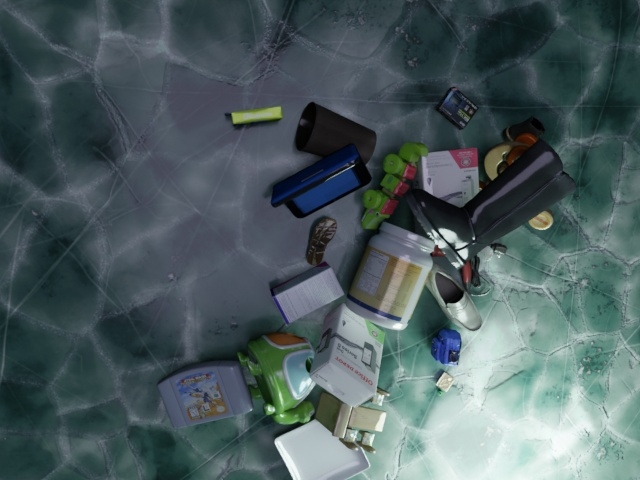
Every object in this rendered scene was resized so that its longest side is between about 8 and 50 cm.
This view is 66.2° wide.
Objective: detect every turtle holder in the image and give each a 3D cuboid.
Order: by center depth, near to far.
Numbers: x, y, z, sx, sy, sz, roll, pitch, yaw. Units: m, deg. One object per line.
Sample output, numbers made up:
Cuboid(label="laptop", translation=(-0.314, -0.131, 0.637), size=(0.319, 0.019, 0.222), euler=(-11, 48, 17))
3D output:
Cuboid(label="turtle holder", translation=(-0.115, 0.457, 1.625), size=(0.227, 0.243, 0.321), euler=(-21, 75, -21))

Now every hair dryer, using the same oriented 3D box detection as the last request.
Cuboid(label="hair dryer", translation=(0.525, 0.071, 1.766), size=(0.293, 0.080, 0.224), euler=(23, 94, -11))

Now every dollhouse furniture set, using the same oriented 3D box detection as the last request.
Cuboid(label="dollhouse furniture set", translation=(0.128, 0.613, 1.695), size=(0.241, 0.161, 0.212), euler=(19, 82, -22))

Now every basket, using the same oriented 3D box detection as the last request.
Cuboid(label="basket", translation=(0.054, -0.331, 1.587), size=(0.226, 0.204, 0.154), euler=(16, 117, -20))

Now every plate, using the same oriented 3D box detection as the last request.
Cuboid(label="plate", translation=(0.006, 0.769, 1.793), size=(0.277, 0.045, 0.278), euler=(-25, 102, -6))

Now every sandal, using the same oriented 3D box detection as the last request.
Cuboid(label="sandal", translation=(0.000, 0.000, 1.688), size=(0.072, 0.049, 0.180), euler=(19, 109, -6))

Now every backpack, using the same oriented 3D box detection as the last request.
Cuboid(label="backpack", translation=(0.461, 0.384, 1.790), size=(0.101, 0.098, 0.120), euler=(9, 97, -7))

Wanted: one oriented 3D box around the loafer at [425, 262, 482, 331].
Cuboid(label="loafer", translation=(0.478, 0.214, 1.761), size=(0.112, 0.111, 0.319), euler=(-44, 102, -1))

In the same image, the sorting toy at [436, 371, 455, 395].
Cuboid(label="sorting toy", translation=(0.464, 0.544, 1.855), size=(0.062, 0.012, 0.083), euler=(36, 87, -17))

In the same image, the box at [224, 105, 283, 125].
Cuboid(label="box", translation=(-0.214, -0.394, 1.561), size=(0.178, 0.109, 0.043), euler=(-9, 101, -8))

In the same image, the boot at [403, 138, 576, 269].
Cuboid(label="boot", translation=(0.521, -0.150, 1.517), size=(0.445, 0.146, 0.367), euler=(-36, 129, 16))

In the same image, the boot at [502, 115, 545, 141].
Cuboid(label="boot", translation=(0.755, -0.346, 1.710), size=(0.197, 0.137, 0.077), euler=(27, 73, -13))

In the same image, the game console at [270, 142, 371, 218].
Cuboid(label="game console", translation=(0.015, -0.154, 1.522), size=(0.293, 0.250, 0.173), euler=(-28, 111, 10))

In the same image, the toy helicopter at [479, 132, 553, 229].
Cuboid(label="toy helicopter", translation=(0.690, -0.180, 1.714), size=(0.234, 0.140, 0.355), euler=(-24, 108, 39))

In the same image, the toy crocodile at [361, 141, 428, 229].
Cuboid(label="toy crocodile", translation=(0.241, -0.177, 1.634), size=(0.115, 0.105, 0.341), euler=(8, 118, -48))

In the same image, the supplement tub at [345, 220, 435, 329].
Cuboid(label="supplement tub", translation=(0.238, 0.115, 1.648), size=(0.228, 0.228, 0.317), euler=(21, 94, -12))

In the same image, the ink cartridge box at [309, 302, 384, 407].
Cuboid(label="ink cartridge box", translation=(0.094, 0.377, 1.632), size=(0.198, 0.273, 0.115), euler=(37, 125, -13))

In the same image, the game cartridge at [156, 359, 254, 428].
Cuboid(label="game cartridge", translation=(-0.392, 0.511, 1.650), size=(0.297, 0.062, 0.198), euler=(-16, 105, 9))

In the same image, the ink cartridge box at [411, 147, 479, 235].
Cuboid(label="ink cartridge box", translation=(0.433, -0.168, 1.697), size=(0.207, 0.117, 0.283), euler=(-7, 99, -8))

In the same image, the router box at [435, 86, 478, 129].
Cuboid(label="router box", translation=(0.474, -0.458, 1.704), size=(0.122, 0.038, 0.092), euler=(35, 92, -12))

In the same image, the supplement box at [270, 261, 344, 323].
Cuboid(label="supplement box", translation=(-0.047, 0.174, 1.668), size=(0.219, 0.111, 0.114), euler=(-28, 102, -4))
